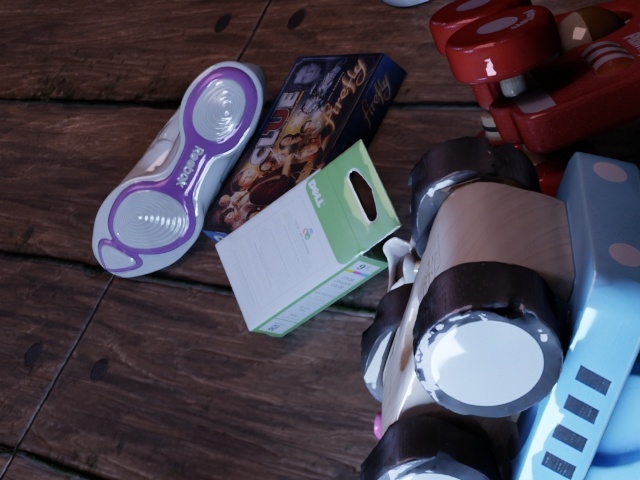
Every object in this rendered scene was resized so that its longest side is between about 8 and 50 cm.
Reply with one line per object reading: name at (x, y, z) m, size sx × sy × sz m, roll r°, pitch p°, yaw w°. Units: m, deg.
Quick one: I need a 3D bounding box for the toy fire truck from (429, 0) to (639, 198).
toy fire truck at (0.249, -0.157, 1.712) m, size 0.254 × 0.169 × 0.302 m, roll -19°, pitch 17°, yaw 3°

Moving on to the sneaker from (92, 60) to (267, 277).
sneaker at (-0.153, -0.082, 2.223) m, size 0.305 × 0.114 × 0.152 m, roll -52°, pitch 1°, yaw 15°

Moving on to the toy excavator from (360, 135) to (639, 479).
toy excavator at (0.283, 0.053, 1.405) m, size 0.222 × 0.445 × 0.433 m, roll -89°, pitch 14°, yaw -55°

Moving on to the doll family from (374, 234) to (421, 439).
doll family at (0.145, 0.073, 1.626) m, size 0.163 × 0.118 × 0.263 m, roll 7°, pitch 60°, yaw 19°

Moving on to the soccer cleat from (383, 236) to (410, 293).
soccer cleat at (0.099, 0.072, 1.751) m, size 0.068 × 0.076 × 0.196 m, roll -41°, pitch 34°, yaw 16°

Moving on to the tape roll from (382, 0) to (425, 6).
tape roll at (0.097, -0.413, 2.147) m, size 0.246 × 0.169 × 0.246 m, roll -33°, pitch 36°, yaw 28°

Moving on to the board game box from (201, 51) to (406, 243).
board game box at (-0.020, -0.098, 2.101) m, size 0.165 × 0.042 × 0.243 m, roll 5°, pitch 62°, yaw 53°

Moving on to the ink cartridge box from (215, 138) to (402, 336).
ink cartridge box at (0.000, 0.000, 1.924) m, size 0.209 × 0.062 × 0.109 m, roll -35°, pitch 63°, yaw 26°
